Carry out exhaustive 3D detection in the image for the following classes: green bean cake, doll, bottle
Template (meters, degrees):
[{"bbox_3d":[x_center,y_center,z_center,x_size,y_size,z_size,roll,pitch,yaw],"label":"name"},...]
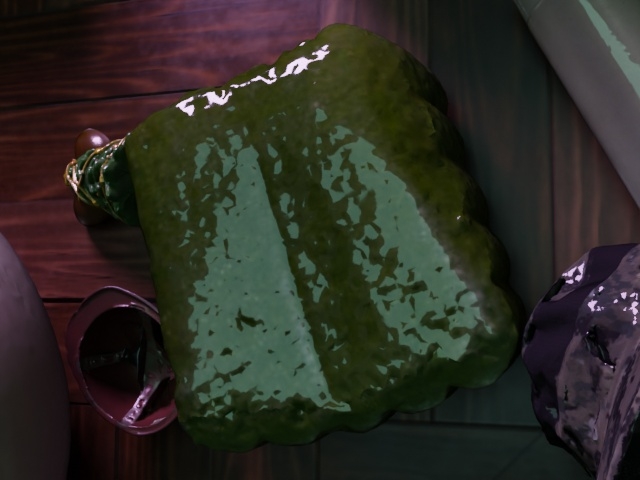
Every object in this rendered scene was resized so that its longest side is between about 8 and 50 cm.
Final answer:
[{"bbox_3d":[0.000,0.000,0.531,0.222,0.125,0.248,-19,82,15],"label":"green bean cake"},{"bbox_3d":[-0.168,-0.047,0.615,0.113,0.076,0.078,4,95,20],"label":"doll"},{"bbox_3d":[0.193,-0.099,0.500,0.072,0.072,0.201,-31,76,14],"label":"bottle"}]

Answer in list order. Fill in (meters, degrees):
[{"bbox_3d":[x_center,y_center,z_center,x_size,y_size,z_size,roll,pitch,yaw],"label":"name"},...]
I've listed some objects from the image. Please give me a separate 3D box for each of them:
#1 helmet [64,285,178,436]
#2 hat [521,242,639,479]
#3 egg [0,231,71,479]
[{"bbox_3d":[-0.130,0.086,0.598,0.089,0.057,0.111,-42,78,14],"label":"helmet"},{"bbox_3d":[0.186,0.072,0.442,0.128,0.265,0.265,23,93,51],"label":"hat"},{"bbox_3d":[-0.315,0.118,0.540,0.283,0.283,0.345,2,89,19],"label":"egg"}]
